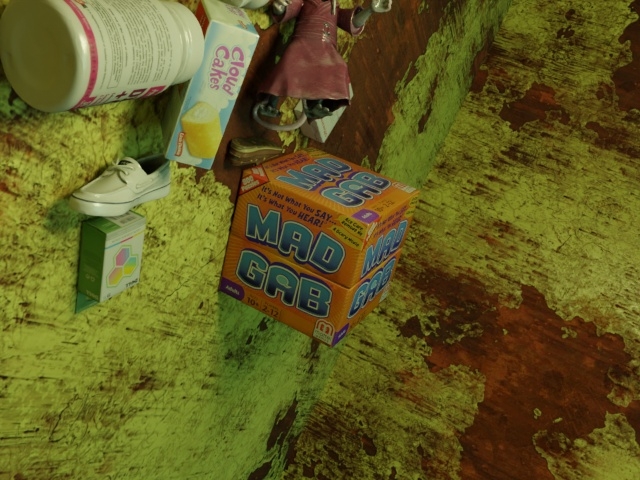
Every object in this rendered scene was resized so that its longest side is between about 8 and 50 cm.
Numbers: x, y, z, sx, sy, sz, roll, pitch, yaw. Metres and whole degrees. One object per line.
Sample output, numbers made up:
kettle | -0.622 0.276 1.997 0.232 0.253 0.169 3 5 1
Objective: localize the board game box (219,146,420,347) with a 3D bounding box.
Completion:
board game box | 0.000 0.000 1.855 0.356 0.357 0.356 -32 142 -57

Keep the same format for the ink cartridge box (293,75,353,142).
ink cartridge box | 0.010 -0.373 1.866 0.175 0.072 0.127 -59 160 -17

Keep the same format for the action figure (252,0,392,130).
action figure | -0.002 -0.442 1.554 0.276 0.248 0.370 136 -35 -75

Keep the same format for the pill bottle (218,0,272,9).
pill bottle | -0.117 -0.514 1.319 0.216 0.121 0.121 -44 151 -43

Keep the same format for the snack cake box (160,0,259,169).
snack cake box | -0.206 -0.282 1.242 0.264 0.089 0.152 -65 -154 27

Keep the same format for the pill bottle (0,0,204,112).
pill bottle | -0.311 -0.288 1.032 0.283 0.160 0.160 -32 142 -56

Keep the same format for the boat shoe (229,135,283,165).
boat shoe | -0.158 -0.211 1.656 0.178 0.064 0.060 -15 132 -57

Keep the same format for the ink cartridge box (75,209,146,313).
ink cartridge box | -0.404 0.049 1.331 0.109 0.062 0.209 -34 144 -57

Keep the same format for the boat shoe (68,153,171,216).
boat shoe | -0.357 -0.109 1.248 0.258 0.095 0.084 -44 149 -67
